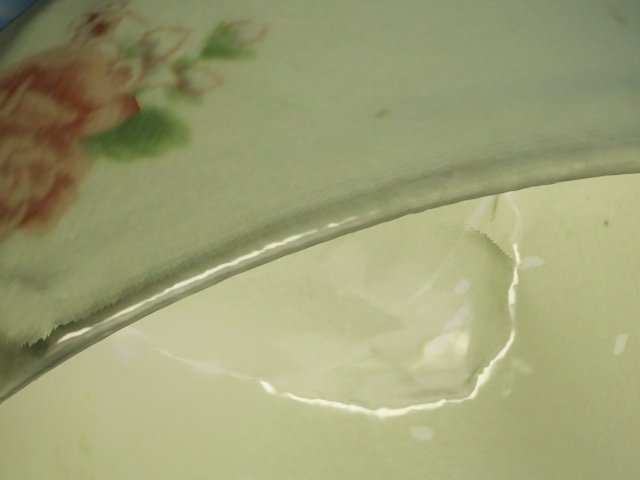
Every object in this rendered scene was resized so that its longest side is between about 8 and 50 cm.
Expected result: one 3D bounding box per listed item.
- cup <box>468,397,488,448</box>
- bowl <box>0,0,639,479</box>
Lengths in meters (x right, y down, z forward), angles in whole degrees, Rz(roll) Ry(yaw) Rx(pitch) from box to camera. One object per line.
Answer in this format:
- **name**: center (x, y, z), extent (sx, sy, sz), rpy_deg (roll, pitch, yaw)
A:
- **cup**: center (0.144, 0.057, 0.709), extent (0.234, 0.186, 0.258), rpy_deg (13, 138, -25)
- **bowl**: center (0.000, 0.000, 0.524), extent (0.277, 0.145, 0.277), rpy_deg (-13, 152, -7)
